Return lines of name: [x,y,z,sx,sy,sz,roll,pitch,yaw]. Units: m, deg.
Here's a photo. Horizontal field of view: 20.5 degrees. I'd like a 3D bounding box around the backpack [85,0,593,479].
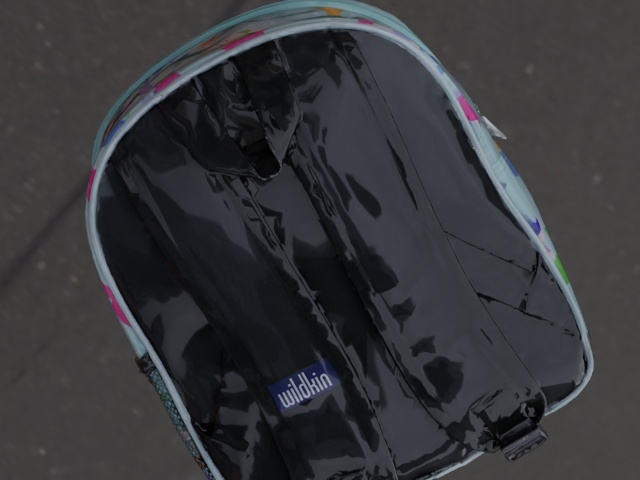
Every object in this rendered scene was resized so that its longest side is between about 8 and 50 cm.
backpack: [0.000,0.000,0.936,0.225,0.191,0.253,-29,110,6]
